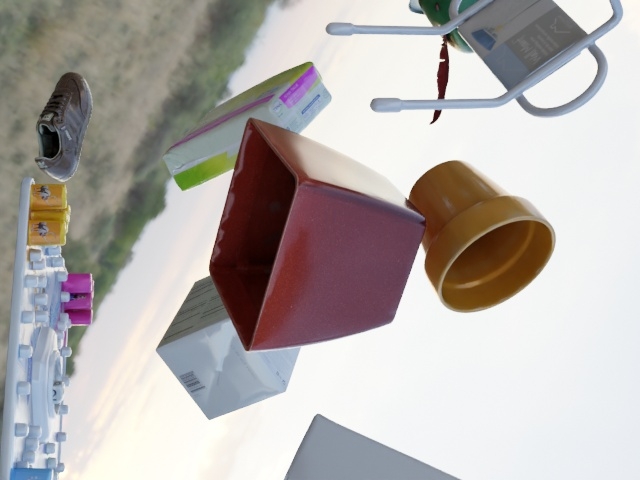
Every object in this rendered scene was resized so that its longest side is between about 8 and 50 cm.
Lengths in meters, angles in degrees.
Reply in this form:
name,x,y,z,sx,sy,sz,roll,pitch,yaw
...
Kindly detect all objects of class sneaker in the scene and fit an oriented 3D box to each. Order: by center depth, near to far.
name,x,y,z,sx,sy,sz,roll,pitch,yaw
sneaker,-0.413,-0.192,1.515,0.071,0.066,0.188,39,48,-63

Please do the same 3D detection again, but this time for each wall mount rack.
name,x,y,z,sx,sy,sz,roll,pitch,yaw
wall mount rack,0.186,-0.263,1.177,0.304,0.130,0.350,-34,-141,10

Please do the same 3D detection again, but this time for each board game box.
name,x,y,z,sx,sy,sz,roll,pitch,yaw
board game box,-0.322,0.175,1.154,0.390,0.050,0.390,111,-22,-69

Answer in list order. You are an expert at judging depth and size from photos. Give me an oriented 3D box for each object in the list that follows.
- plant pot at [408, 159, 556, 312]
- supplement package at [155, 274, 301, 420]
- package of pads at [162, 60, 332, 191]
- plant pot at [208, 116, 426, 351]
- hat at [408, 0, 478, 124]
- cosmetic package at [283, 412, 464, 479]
name,x,y,z,sx,sy,sz,roll,pitch,yaw
plant pot,0.234,-0.022,1.504,0.205,0.205,0.188,-55,-135,28
supplement package,-0.173,0.194,1.977,0.198,0.199,0.263,-24,-158,24
package of pads,-0.141,-0.227,1.861,0.296,0.101,0.229,-19,-158,35
plant pot,0.000,0.000,1.421,0.267,0.235,0.267,-126,-131,-58
hat,0.240,-0.310,1.515,0.208,0.173,0.184,32,46,-84
cosmetic package,0.120,0.392,1.141,0.217,0.385,0.156,-62,169,-21
